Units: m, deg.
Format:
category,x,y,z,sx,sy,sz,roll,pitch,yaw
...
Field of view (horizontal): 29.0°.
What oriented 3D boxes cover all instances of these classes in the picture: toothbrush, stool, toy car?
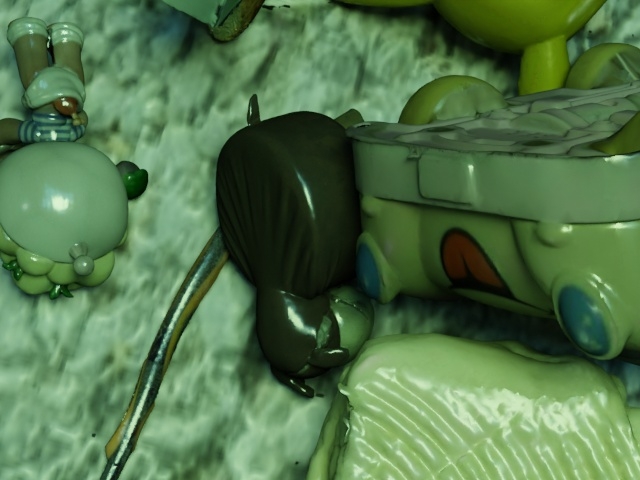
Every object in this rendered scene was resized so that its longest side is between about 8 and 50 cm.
category,x,y,z,sx,sy,sz,roll,pitch,yaw
toothbrush,-0.129,0.117,0.863,0.031,0.023,0.321,32,71,-10
stool,0.000,0.000,0.868,0.121,0.125,0.217,-16,97,-34
toy car,0.209,-0.004,0.801,0.336,0.242,0.226,-17,108,-34

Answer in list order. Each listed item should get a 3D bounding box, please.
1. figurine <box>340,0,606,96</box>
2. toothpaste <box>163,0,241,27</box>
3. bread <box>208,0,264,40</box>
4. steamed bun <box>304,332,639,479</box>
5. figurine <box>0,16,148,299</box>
category,x,y,z,sx,sy,sz,roll,pitch,yaw
figurine,0.161,-0.259,0.947,0.218,0.169,0.327,30,75,7
toothpaste,-0.023,-0.277,0.895,0.067,0.081,0.336,30,46,-1
bread,-0.068,-0.204,0.933,0.076,0.083,0.070,40,65,3
steamed bun,0.125,0.214,0.789,0.275,0.206,0.320,-8,77,4
figurine,-0.189,-0.056,0.869,0.147,0.093,0.197,1,65,-33
